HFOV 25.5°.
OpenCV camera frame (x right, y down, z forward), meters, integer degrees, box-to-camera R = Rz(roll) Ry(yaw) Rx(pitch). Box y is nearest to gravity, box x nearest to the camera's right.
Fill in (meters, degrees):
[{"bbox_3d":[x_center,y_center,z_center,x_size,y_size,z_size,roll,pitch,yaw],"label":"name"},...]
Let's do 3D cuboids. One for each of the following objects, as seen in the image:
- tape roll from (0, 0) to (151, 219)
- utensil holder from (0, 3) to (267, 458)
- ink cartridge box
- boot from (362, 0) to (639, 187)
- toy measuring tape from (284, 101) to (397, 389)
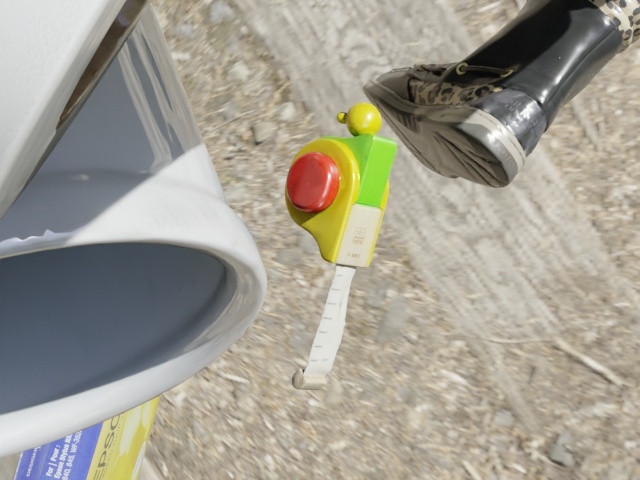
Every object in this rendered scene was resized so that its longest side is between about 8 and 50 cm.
[{"bbox_3d":[-0.137,-0.141,0.532,0.169,0.246,0.246,32,85,-8],"label":"tape roll"},{"bbox_3d":[-0.246,-0.090,0.837,0.327,0.327,0.385,-17,68,-11],"label":"utensil holder"},{"bbox_3d":[-0.247,0.154,1.693,0.072,0.307,0.304,17,89,7],"label":"ink cartridge box"},{"bbox_3d":[0.221,-0.215,1.720,0.284,0.377,0.138,-45,109,-5],"label":"boot"},{"bbox_3d":[0.000,0.000,1.614,0.121,0.121,0.330,14,96,-12],"label":"toy measuring tape"}]
